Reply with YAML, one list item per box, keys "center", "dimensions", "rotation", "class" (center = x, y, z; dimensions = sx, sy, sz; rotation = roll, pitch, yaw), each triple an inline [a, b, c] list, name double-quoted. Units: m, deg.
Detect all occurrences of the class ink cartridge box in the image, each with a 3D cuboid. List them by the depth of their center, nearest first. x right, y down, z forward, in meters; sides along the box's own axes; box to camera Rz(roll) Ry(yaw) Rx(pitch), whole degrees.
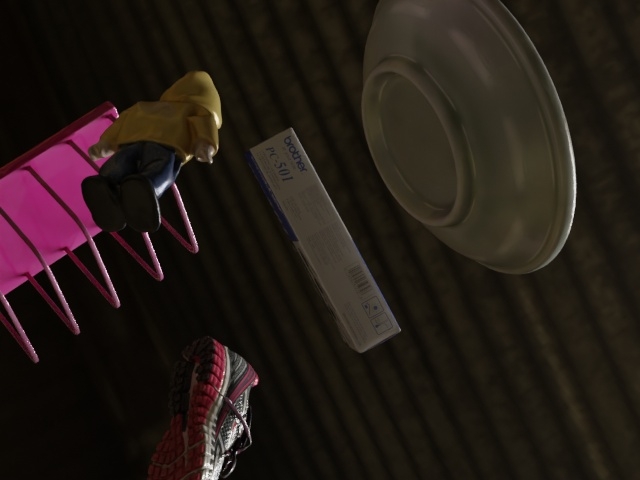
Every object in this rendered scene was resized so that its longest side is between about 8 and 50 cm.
- center: [0.000, 0.000, 1.312]
  dimensions: [0.207, 0.046, 0.097]
  rotation: [62, -5, -3]
  class: "ink cartridge box"

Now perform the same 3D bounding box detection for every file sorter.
- center: [-0.338, -0.003, 1.965]
  dimensions: [0.182, 0.290, 0.202]
  rotation: [43, -20, 34]
  class: "file sorter"

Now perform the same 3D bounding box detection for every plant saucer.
- center: [0.147, -0.130, 1.751]
  dimensions: [0.400, 0.100, 0.400]
  rotation: [47, -29, 36]
  class: "plant saucer"

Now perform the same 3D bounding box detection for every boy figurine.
- center: [-0.209, -0.124, 1.837]
  dimensions: [0.177, 0.285, 0.092]
  rotation: [-1, -57, 19]
  class: "boy figurine"

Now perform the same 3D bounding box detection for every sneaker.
- center: [-0.152, 0.281, 1.991]
  dimensions: [0.112, 0.299, 0.121]
  rotation: [33, -36, -32]
  class: "sneaker"
